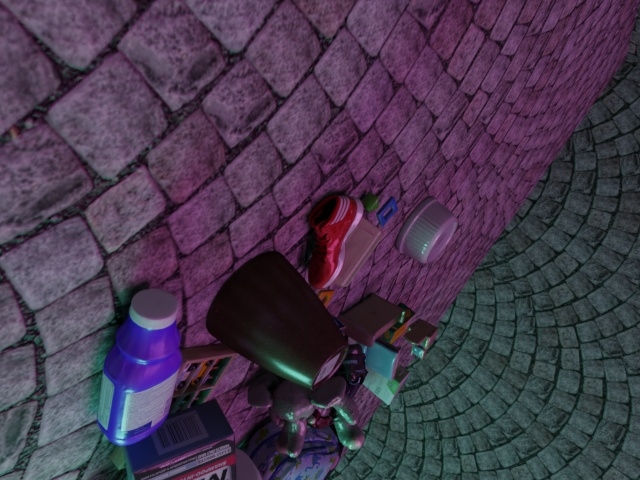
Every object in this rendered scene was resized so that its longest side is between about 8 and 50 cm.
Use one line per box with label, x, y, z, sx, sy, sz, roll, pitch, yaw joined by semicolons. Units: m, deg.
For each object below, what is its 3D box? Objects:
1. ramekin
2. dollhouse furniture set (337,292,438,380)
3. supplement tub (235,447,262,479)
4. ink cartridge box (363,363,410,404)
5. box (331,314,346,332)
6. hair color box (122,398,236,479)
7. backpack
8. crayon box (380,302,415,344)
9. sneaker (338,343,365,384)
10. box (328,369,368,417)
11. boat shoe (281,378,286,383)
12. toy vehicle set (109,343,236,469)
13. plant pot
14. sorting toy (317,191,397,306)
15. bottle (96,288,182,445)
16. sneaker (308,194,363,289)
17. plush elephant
ramekin;0.344;-0.024;1.621;0.207;0.109;0.207;-41;154;-25
dollhouse furniture set;0.185;0.380;1.668;0.198;0.286;0.304;-26;133;-46
supplement tub;-0.268;0.701;1.340;0.241;0.241;0.331;-36;151;-34
ink cartridge box;0.238;0.538;2.081;0.093;0.212;0.154;-34;150;-43
box;0.004;0.261;1.455;0.169;0.059;0.054;-4;130;-60
hair color box;-0.266;0.518;1.003;0.185;0.113;0.375;-12;119;-28
backpack;-0.105;0.719;1.658;0.355;0.273;0.290;37;94;-36
crayon box;0.288;0.413;2.160;0.165;0.081;0.279;-30;148;-41
sneaker;0.087;0.381;1.517;0.101;0.106;0.267;-9;158;6
box;0.060;0.543;1.888;0.207;0.108;0.153;-17;139;-52
boat shoe;-0.085;0.442;1.563;0.045;0.050;0.135;-51;147;4
toy vehicle set;-0.293;0.329;1.032;0.267;0.035;0.166;-57;156;10
plant pot;-0.065;0.175;0.993;0.215;0.230;0.215;-41;154;-25
sorting toy;0.060;0.024;1.248;0.348;0.047;0.196;-55;152;4
bottle;-0.281;0.201;0.804;0.118;0.092;0.283;-25;144;-49
sneaker;0.000;0.000;1.083;0.128;0.087;0.221;7;105;-54
plush elephant;-0.046;0.451;1.366;0.255;0.271;0.330;-2;88;-71
